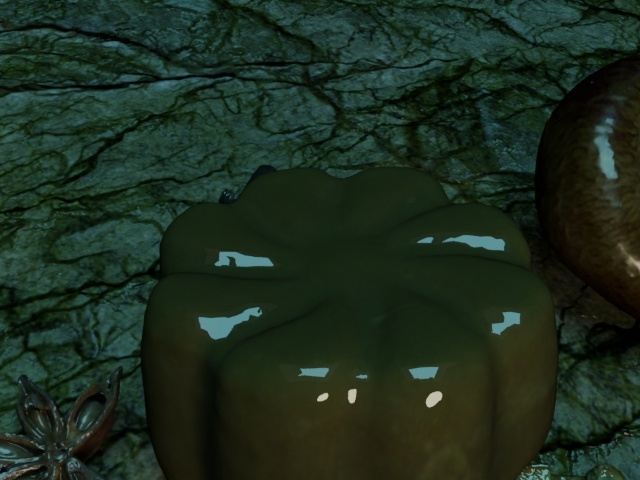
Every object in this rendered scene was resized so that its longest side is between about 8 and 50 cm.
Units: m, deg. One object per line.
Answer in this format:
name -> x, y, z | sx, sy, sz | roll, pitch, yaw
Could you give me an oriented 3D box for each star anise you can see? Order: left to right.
star anise -> -0.240, 0.202, 0.816 | 0.171, 0.063, 0.208 | -11, 48, -17

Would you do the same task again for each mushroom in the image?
mushroom -> 0.417, -0.057, 1.048 | 0.331, 0.356, 0.334 | -31, 94, -10

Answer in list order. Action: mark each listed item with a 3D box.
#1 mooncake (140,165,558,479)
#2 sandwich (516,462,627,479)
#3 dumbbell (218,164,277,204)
mooncake -> 0.026, 0.082, 0.839 | 0.378, 0.201, 0.378 | -5, 33, 3
sandwich -> 0.214, 0.255, 0.820 | 0.244, 0.088, 0.090 | 3, 45, -8
dumbbell -> 0.000, 0.000, 1.066 | 0.254, 0.110, 0.110 | 24, 43, 7
